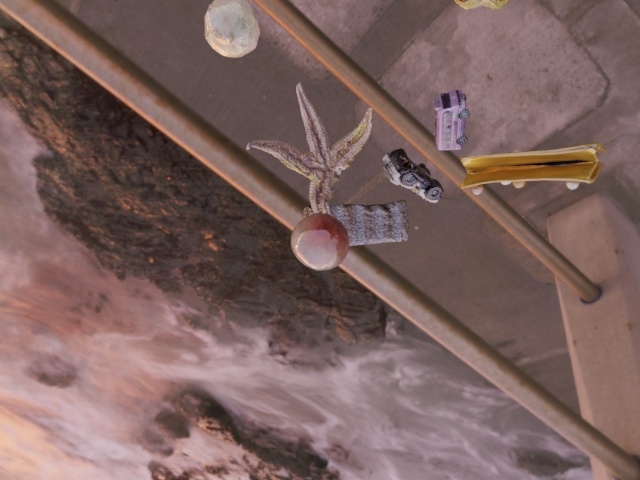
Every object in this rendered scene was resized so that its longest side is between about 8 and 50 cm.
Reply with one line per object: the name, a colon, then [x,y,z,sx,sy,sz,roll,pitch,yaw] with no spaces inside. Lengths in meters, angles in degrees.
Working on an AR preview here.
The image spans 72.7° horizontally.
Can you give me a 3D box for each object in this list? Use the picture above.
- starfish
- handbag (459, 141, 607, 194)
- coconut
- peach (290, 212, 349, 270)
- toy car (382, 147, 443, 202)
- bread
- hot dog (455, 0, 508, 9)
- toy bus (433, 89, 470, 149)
starfish: [0.002,-0.257,1.333,0.384,0.398,0.132,39,175,-16]
handbag: [0.679,-0.238,1.401,0.402,0.283,0.132,1,106,38]
coconut: [-0.281,-0.679,1.389,0.195,0.194,0.194,11,134,12]
peach: [0.001,0.001,0.594,0.083,0.083,0.083,11,134,12]
toy car: [0.398,-0.260,1.839,0.301,0.193,0.118,25,120,-33]
bread: [0.140,-0.061,1.655,0.418,0.165,0.113,-5,177,-20]
hot dog: [0.486,-0.728,1.289,0.169,0.078,0.061,0,175,8]
toy bus: [0.437,-0.401,1.465,0.108,0.096,0.198,-5,146,11]
